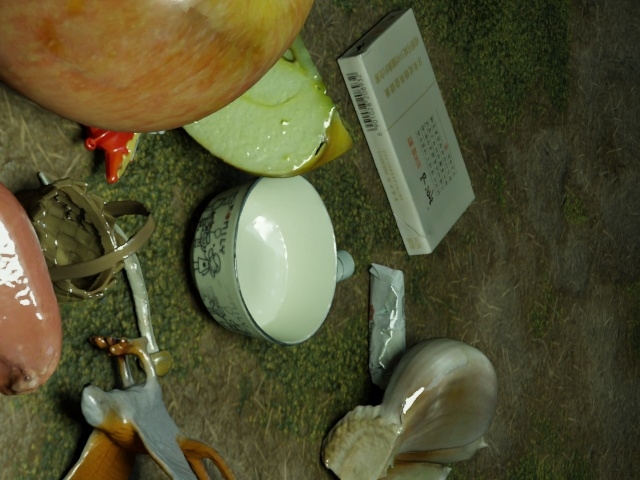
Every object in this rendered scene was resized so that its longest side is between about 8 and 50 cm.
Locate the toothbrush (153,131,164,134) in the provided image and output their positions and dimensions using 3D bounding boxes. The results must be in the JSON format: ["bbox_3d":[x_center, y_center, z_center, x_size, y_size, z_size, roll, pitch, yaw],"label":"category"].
[{"bbox_3d":[-0.184,-0.252,1.789,0.022,0.026,0.263,48,48,-48],"label":"toothbrush"}]

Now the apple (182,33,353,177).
[{"bbox_3d":[-0.087,-0.238,1.741,0.254,0.179,0.346,-12,76,-50],"label":"apple"}]

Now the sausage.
[{"bbox_3d":[-0.357,0.039,1.406,0.148,0.148,0.254,-33,118,-52],"label":"sausage"}]

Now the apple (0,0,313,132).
[{"bbox_3d":[-0.197,-0.311,1.495,0.391,0.346,0.391,16,70,-52],"label":"apple"}]

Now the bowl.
[{"bbox_3d":[-0.088,0.027,1.799,0.238,0.126,0.237,12,75,-54],"label":"bowl"}]

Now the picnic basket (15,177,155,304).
[{"bbox_3d":[-0.268,-0.001,1.500,0.138,0.178,0.128,61,41,-29],"label":"picnic basket"}]

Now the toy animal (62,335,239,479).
[{"bbox_3d":[-0.182,0.245,1.632,0.284,0.225,0.302,-14,87,-70],"label":"toy animal"}]

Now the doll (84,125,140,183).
[{"bbox_3d":[-0.250,-0.148,1.659,0.109,0.057,0.169,56,27,-12],"label":"doll"}]

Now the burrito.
[{"bbox_3d":[0.105,0.137,2.115,0.064,0.064,0.203,6,82,-55],"label":"burrito"}]

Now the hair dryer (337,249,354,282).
[{"bbox_3d":[0.000,0.000,2.005,0.082,0.047,0.137,-16,93,-54],"label":"hair dryer"}]

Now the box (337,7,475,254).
[{"bbox_3d":[0.151,-0.181,2.235,0.204,0.051,0.365,-47,123,-48],"label":"box"}]

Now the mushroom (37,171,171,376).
[{"bbox_3d":[-0.254,0.034,1.646,0.068,0.043,0.306,-70,140,-62],"label":"mushroom"}]

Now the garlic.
[{"bbox_3d":[0.155,0.271,2.053,0.325,0.132,0.279,-7,131,-51],"label":"garlic"}]
